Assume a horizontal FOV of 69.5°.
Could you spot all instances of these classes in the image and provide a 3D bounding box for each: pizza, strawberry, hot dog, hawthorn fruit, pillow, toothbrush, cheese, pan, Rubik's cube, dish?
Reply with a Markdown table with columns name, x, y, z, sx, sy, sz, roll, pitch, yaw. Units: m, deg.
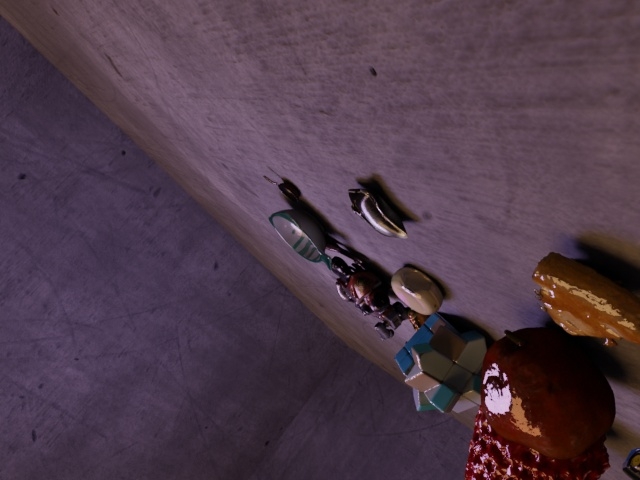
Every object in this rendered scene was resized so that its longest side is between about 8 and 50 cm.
| name | x | y | z | sx | sy | sz | roll | pitch | yaw |
| --- | --- | --- | --- | --- | --- | --- | --- | --- | --- |
| pizza | 0.371 | 0.087 | 0.637 | 0.154 | 0.069 | 0.194 | 32 | 172 | 27 |
| strawberry | 0.517 | 0.551 | 1.181 | 0.318 | 0.345 | 0.295 | 38 | 168 | 6 |
| hot dog | 0.325 | 0.271 | 1.408 | 0.188 | 0.055 | 0.072 | 47 | 164 | -26 |
| hawthorn fruit | 0.397 | 0.258 | 0.839 | 0.224 | 0.224 | 0.260 | 20 | 144 | 55 |
| pillow | 0.112 | -0.054 | 0.902 | 0.136 | 0.055 | 0.091 | 41 | 148 | -17 |
| toothbrush | 0.000 | -0.001 | 1.421 | 0.364 | 0.041 | 0.041 | 27 | 163 | 39 |
| cheese | 0.245 | 0.143 | 1.177 | 0.137 | 0.064 | 0.227 | 37 | 166 | 24 |
| pan | -0.101 | -0.146 | 1.236 | 0.115 | 0.023 | 0.068 | 36 | 168 | 0 |
| Rubik's cube | 0.321 | 0.335 | 1.208 | 0.224 | 0.265 | 0.213 | 39 | -177 | -8 |
| dish | -0.039 | -0.020 | 1.347 | 0.246 | 0.078 | 0.224 | 36 | 159 | 22 |

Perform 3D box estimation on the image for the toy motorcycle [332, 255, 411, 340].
| name | x | y | z | sx | sy | sz | roll | pitch | yaw |
| --- | --- | --- | --- | --- | --- | --- | --- | --- | --- |
| toy motorcycle | 0.179 | 0.198 | 1.404 | 0.207 | 0.134 | 0.401 | 33 | 166 | 52 |

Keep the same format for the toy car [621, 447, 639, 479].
| name | x | y | z | sx | sy | sz | roll | pitch | yaw |
| --- | --- | --- | --- | --- | --- | --- | --- | --- | --- |
| toy car | 0.674 | 0.414 | 0.863 | 0.097 | 0.100 | 0.191 | 37 | 147 | 13 |
